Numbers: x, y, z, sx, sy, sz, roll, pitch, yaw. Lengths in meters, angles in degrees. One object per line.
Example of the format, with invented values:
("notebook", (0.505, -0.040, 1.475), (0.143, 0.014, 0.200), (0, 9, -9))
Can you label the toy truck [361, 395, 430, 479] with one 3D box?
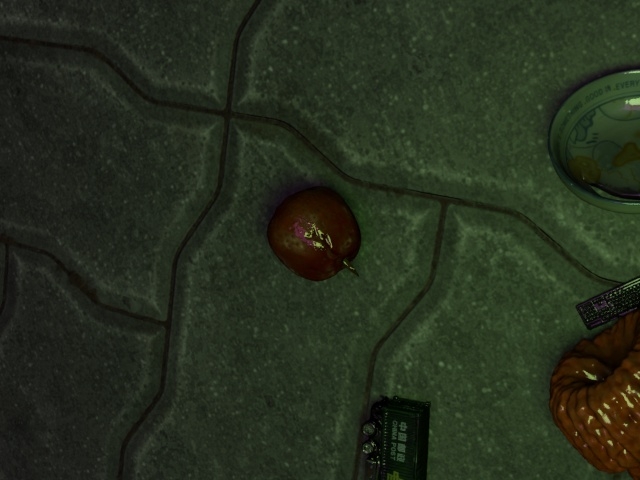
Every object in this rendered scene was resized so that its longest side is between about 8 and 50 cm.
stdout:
("toy truck", (0.145, 0.444, 1.566), (0.121, 0.088, 0.259), (6, 98, 23))

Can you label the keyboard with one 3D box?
("keyboard", (0.529, 0.105, 1.387), (0.155, 0.010, 0.053), (-31, 86, 24))

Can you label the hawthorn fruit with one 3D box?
("hawthorn fruit", (0.000, 0.000, 1.520), (0.200, 0.179, 0.179), (48, 113, 14))

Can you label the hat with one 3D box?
("hat", (0.565, 0.324, 1.289), (0.285, 0.285, 0.400), (-32, 98, 25))

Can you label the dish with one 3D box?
("dish", (0.517, -0.136, 1.290), (0.273, 0.134, 0.273), (-11, 54, 15))
